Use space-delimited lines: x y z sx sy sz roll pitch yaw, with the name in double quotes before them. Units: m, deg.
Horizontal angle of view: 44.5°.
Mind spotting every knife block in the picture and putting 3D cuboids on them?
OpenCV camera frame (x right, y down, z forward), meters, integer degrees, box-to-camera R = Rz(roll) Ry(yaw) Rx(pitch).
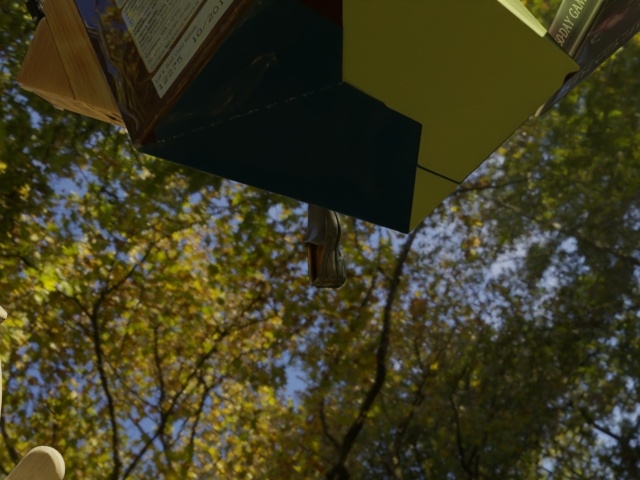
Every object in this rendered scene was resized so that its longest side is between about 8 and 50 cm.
"knife block" -0.255 -0.271 0.963 0.242 0.275 0.088 -70 -19 -4

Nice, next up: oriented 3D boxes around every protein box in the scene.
"protein box" -0.011 -0.136 0.411 0.199 0.201 0.136 15 -52 -47

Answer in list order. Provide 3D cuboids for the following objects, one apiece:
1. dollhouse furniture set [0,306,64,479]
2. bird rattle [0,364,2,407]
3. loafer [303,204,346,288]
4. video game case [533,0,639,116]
"dollhouse furniture set" -0.440 0.250 0.961 0.256 0.394 0.362 -51 -22 -6
"bird rattle" -0.217 0.087 0.360 0.207 0.143 0.254 55 -149 -86
"loafer" 0.000 0.000 1.353 0.061 0.062 0.170 -2 -103 -40
"video game case" 0.206 -0.185 0.408 0.196 0.026 0.274 -41 -12 -8
